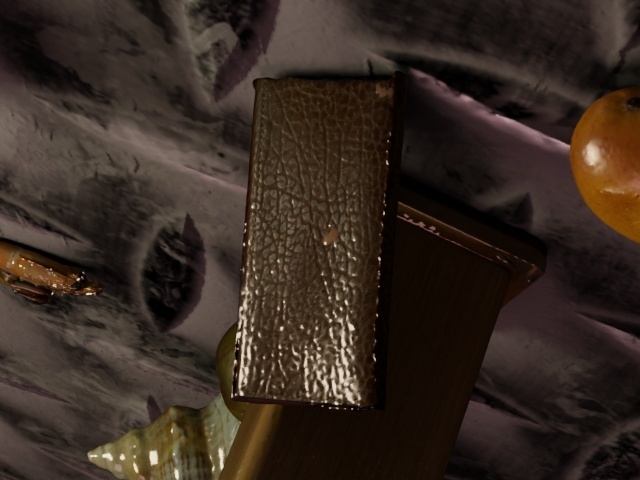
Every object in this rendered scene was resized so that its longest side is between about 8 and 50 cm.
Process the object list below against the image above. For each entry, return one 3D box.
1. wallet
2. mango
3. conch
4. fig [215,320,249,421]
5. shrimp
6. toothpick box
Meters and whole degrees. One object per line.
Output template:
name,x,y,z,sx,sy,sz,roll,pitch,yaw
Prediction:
wallet,0.000,0.000,1.025,0.133,0.243,0.039,0,172,32
mango,0.242,-0.039,0.925,0.165,0.089,0.115,27,149,3
conch,-0.061,0.213,1.538,0.386,0.169,0.203,-16,172,0
fig,0.007,0.105,1.365,0.236,0.124,0.124,-25,131,24
shrimp,-0.305,0.046,1.525,0.178,0.034,0.124,16,154,15
toothpick box,0.030,0.129,1.145,0.187,0.308,0.190,25,154,-7
